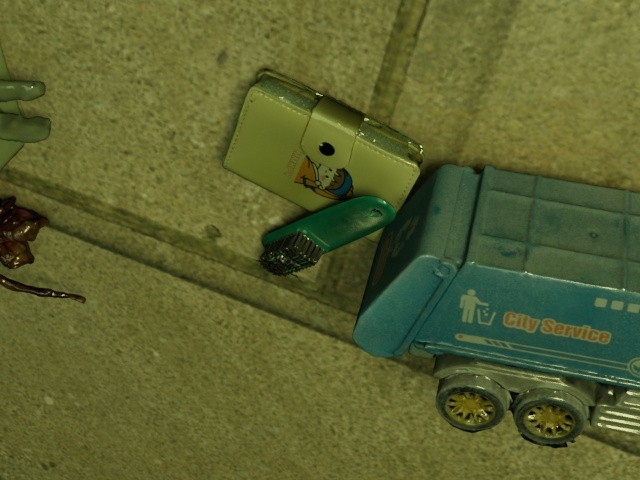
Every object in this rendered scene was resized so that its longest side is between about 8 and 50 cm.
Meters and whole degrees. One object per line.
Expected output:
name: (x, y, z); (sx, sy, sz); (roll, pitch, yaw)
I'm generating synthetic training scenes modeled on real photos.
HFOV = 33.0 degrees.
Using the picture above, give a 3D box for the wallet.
wallet: (0.002, -0.071, 0.903); (0.155, 0.039, 0.110); (26, 135, 1)

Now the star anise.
star anise: (-0.311, 0.005, 1.067); (0.190, 0.070, 0.097); (25, 129, -1)

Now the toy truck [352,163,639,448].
toy truck: (0.214, 0.061, 0.840); (0.367, 0.146, 0.175); (10, 134, 7)

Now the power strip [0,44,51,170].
power strip: (-0.345, -0.110, 0.941); (0.224, 0.140, 0.139); (6, 127, 17)

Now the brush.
brush: (0.000, 0.000, 0.924); (0.043, 0.032, 0.193); (38, 153, -19)
